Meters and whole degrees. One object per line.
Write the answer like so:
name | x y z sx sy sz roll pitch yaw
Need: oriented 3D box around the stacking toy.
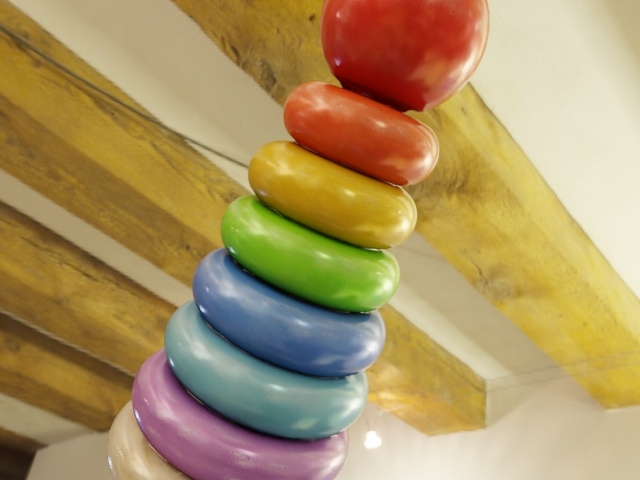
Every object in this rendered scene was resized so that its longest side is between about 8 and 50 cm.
stacking toy | 0.000 0.000 0.368 0.141 0.141 0.330 20 -78 -16
